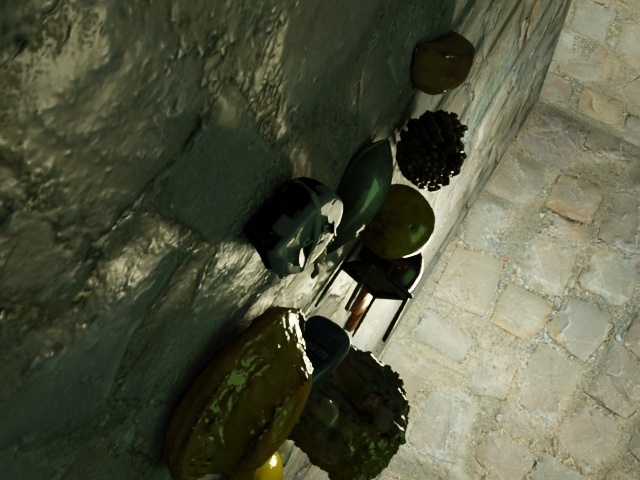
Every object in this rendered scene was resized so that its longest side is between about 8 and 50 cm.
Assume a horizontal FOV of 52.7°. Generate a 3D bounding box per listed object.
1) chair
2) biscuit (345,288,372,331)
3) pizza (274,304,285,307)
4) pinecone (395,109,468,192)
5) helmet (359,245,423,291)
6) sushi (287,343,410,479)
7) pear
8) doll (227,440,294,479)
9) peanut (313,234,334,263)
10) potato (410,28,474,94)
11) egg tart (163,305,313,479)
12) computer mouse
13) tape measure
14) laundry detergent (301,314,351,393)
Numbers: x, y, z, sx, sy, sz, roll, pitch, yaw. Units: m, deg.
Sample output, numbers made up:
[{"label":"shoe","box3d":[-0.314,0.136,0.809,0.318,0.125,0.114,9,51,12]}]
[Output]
[{"label":"chair","box3d":[0.142,0.113,1.760,0.166,0.188,0.272,-4,-130,57]},{"label":"biscuit","box3d":[0.145,0.240,2.303,0.186,0.036,0.192,-55,162,-11]},{"label":"pizza","box3d":[-0.097,0.164,1.479,0.037,0.016,0.083,-57,160,6]},{"label":"pinecone","box3d":[0.279,-0.231,1.630,0.184,0.179,0.204,-53,-177,44]},{"label":"helmet","box3d":[0.216,0.069,1.974,0.189,0.193,0.216,79,2,-68]},{"label":"sushi","box3d":[0.055,0.479,1.828,0.351,0.396,0.240,-28,149,-54]},{"label":"pear","box3d":[0.186,-0.045,1.655,0.197,0.197,0.197,-52,162,-24]},{"label":"doll","box3d":[-0.176,0.709,1.984,0.423,0.161,0.348,96,16,-57]},{"label":"peanut","box3d":[0.000,0.000,1.410,0.054,0.054,0.113,-27,140,-62]},{"label":"potato","box3d":[0.280,-0.391,1.482,0.243,0.098,0.138,-36,154,-51]},{"label":"egg tart","box3d":[-0.139,0.341,1.369,0.443,0.178,0.443,-51,163,-22]},{"label":"computer mouse","box3d":[0.078,-0.057,1.486,0.379,0.090,0.167,-63,162,20]},{"label":"tape measure","box3d":[-0.039,-0.024,1.162,0.181,0.107,0.182,-49,159,-12]},{"label":"laundry detergent","box3d":[-0.045,0.323,1.685,0.290,0.143,0.094,-44,163,-42]}]
